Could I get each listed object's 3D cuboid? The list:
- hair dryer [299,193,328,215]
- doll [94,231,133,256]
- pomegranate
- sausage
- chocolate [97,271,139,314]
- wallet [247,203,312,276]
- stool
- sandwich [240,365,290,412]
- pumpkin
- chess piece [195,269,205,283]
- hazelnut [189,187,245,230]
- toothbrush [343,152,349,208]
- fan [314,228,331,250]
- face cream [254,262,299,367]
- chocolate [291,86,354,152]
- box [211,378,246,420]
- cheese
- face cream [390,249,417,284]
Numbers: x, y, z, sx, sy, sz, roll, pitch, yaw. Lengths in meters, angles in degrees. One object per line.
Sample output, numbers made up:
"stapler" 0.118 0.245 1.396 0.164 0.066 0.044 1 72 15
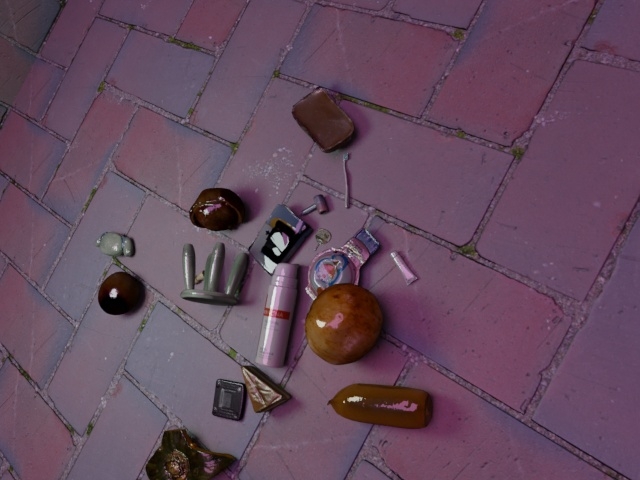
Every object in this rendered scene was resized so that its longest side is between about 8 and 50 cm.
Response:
"hair dryer" -0.030 -0.108 1.621 0.114 0.037 0.063 -28 68 26
"doll" -0.886 0.017 1.982 0.214 0.071 0.104 11 83 24
"pomegranate" 0.071 0.248 1.375 0.248 0.248 0.248 -7 74 24
"sausage" 0.157 0.475 1.343 0.328 0.112 0.112 -4 75 27
"chocolate" -0.806 0.208 1.861 0.176 0.176 0.177 -7 74 24
"wallet" -0.153 -0.002 1.634 0.170 0.069 0.231 40 97 23
"stool" -0.380 0.123 1.645 0.195 0.195 0.199 0 73 27
"sandwich" -0.178 0.467 1.521 0.113 0.079 0.163 -30 64 14
"pumpkin" -0.463 0.768 1.573 0.258 0.095 0.290 37 98 25
"chess piece" -0.474 0.149 1.772 0.092 0.035 0.035 -29 66 21
"hazelnut" -0.378 -0.114 1.711 0.201 0.170 0.161 0 79 37
"toothbrush" 0.089 -0.206 1.595 0.022 0.017 0.204 -14 70 43
"fan" 0.008 -0.003 1.590 0.060 0.003 0.080 -2 76 26
"face cream" -0.140 0.242 1.545 0.101 0.102 0.346 5 80 27
"chocolate" 0.012 -0.413 1.648 0.161 0.083 0.261 -32 65 -3
"box" -0.315 0.549 1.595 0.125 0.027 0.126 1 78 26
"cheese" 0.066 0.085 1.500 0.286 0.074 0.189 -44 64 8
"face cream" 0.256 0.083 1.438 0.038 0.020 0.115 -36 67 13
